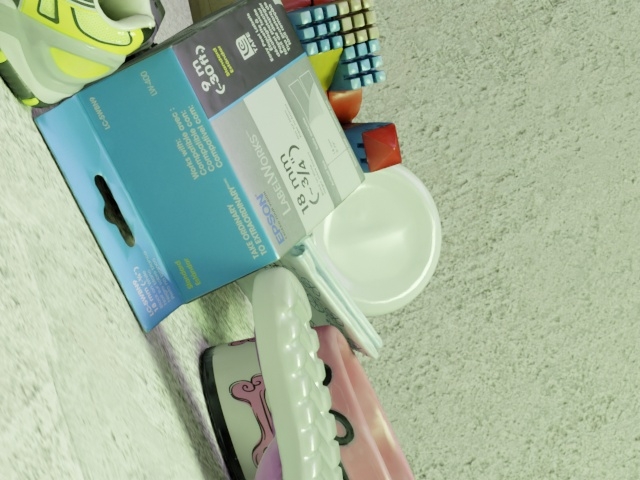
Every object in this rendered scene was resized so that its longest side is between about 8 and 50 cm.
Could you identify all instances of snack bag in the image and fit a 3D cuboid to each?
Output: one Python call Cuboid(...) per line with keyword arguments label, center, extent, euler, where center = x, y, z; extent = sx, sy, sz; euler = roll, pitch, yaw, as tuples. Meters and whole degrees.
Cuboid(label="snack bag", center=(-0.090, -0.014, 1.971), extent=(0.342, 0.037, 0.323), euler=(56, -18, -26))

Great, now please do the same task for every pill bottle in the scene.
Cuboid(label="pill bottle", center=(0.000, 0.000, 2.201), extent=(0.210, 0.210, 0.363), euler=(64, -20, -7))

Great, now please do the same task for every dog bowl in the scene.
Cuboid(label="dog bowl", center=(0.019, 0.277, 1.828), extent=(0.408, 0.150, 0.408), euler=(-26, 90, -87))

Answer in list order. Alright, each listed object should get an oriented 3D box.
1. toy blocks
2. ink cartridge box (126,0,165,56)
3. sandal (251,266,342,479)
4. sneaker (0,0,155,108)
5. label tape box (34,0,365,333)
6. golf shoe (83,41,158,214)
Cuboid(label="toy blocks", center=(-0.033, -0.218, 1.855), extent=(0.261, 0.190, 0.381), euler=(5, -70, 56))
Cuboid(label="ink cartridge box", center=(-0.270, -0.298, 1.750), extent=(0.289, 0.121, 0.211), euler=(-101, 166, -77))
Cuboid(label="sandal", center=(-0.038, 0.237, 1.571), extent=(0.169, 0.102, 0.416), euler=(42, 40, -73))
Cuboid(label="sneaker", center=(-0.275, -0.283, 1.401), extent=(0.385, 0.147, 0.145), euler=(58, 9, -51))
Cuboid(label="label tape box", center=(-0.107, -0.090, 1.636), extent=(0.241, 0.106, 0.333), euler=(64, 34, -12))
Cuboid(label="golf shoe", center=(-0.200, -0.108, 1.783), extent=(0.120, 0.105, 0.273), euler=(72, 6, -46))
